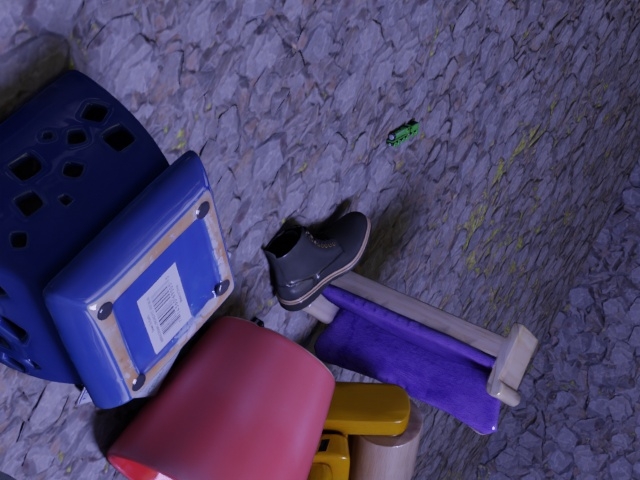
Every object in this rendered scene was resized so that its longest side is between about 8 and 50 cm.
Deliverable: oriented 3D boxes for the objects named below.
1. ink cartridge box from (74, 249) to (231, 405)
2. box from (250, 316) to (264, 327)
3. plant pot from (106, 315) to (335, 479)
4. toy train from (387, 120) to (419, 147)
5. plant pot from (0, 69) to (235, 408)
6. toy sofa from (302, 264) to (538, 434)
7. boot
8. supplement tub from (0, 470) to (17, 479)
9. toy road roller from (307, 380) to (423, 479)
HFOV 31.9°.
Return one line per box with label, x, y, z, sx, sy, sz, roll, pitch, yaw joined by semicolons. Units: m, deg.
ink cartridge box;-0.214;0.092;1.372;0.223;0.045;0.224;-61;164;3
box;-0.110;0.166;1.707;0.067;0.018;0.083;-45;150;-31
plant pot;-0.118;0.256;1.538;0.243;0.275;0.275;-62;157;-22
toy train;0.135;-0.174;1.823;0.083;0.017;0.023;-32;133;-46
plant pot;-0.225;0.013;1.110;0.236;0.212;0.236;-48;152;-28
toy sofa;0.145;0.160;1.779;0.177;0.362;0.150;-64;156;-6
boot;0.000;0.000;1.688;0.198;0.077;0.137;-50;148;-25
supplement tub;-0.383;0.333;1.121;0.200;0.144;0.144;-25;137;-50
toy road roller;-0.002;0.368;1.753;0.240;0.329;0.202;-95;-174;-47
